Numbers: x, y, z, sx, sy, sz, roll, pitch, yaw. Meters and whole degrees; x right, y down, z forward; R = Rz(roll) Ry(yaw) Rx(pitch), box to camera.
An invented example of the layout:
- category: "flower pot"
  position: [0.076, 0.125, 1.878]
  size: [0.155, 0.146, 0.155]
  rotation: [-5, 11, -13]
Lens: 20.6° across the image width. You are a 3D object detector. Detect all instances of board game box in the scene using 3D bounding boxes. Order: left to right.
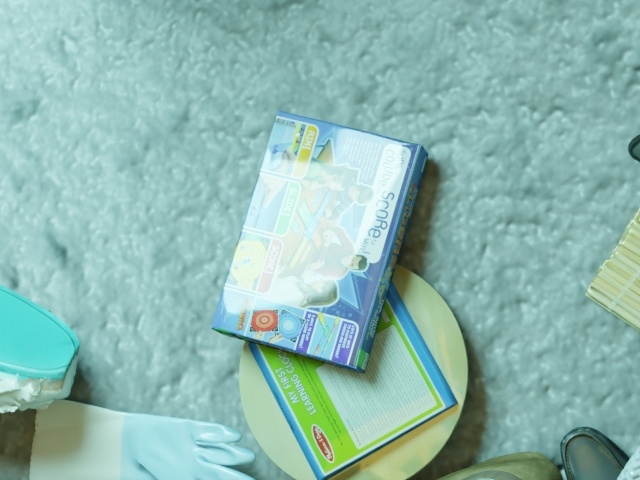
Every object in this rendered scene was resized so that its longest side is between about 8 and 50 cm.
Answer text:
- category: "board game box"
  position: [0.000, 0.000, 1.516]
  size: [0.136, 0.035, 0.201]
  rotation: [15, 82, 17]

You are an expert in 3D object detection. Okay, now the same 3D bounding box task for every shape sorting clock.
- category: "shape sorting clock"
  position: [0.028, 0.116, 1.523]
  size: [0.206, 0.040, 0.206]
  rotation: [-3, 77, 13]

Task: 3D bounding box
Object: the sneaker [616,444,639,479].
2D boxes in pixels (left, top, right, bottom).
- category: "sneaker"
  position: [0.401, 0.143, 1.240]
  size: [0.366, 0.137, 0.210]
  rotation: [-35, 78, 9]

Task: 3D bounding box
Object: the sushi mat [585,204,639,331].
- category: "sushi mat"
  position: [0.387, 0.067, 1.444]
  size: [0.316, 0.019, 0.151]
  rotation: [34, 96, 12]

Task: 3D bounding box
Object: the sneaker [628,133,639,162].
- category: "sneaker"
  position: [0.321, -0.175, 1.427]
  size: [0.106, 0.101, 0.267]
  rotation: [10, 85, 26]

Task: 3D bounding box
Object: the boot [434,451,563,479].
- category: "boot"
  position: [0.073, 0.259, 1.488]
  size: [0.305, 0.115, 0.112]
  rotation: [-25, 93, 30]

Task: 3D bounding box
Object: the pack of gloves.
- category: "pack of gloves"
  position: [-0.156, 0.251, 1.577]
  size: [0.232, 0.046, 0.195]
  rotation: [6, 91, 24]

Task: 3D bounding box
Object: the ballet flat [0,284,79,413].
- category: "ballet flat"
  position: [-0.396, 0.076, 1.607]
  size: [0.409, 0.147, 0.147]
  rotation: [24, 95, 17]

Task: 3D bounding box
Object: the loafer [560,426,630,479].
- category: "loafer"
  position: [0.249, 0.232, 1.453]
  size: [0.062, 0.061, 0.170]
  rotation: [-32, 81, 13]
